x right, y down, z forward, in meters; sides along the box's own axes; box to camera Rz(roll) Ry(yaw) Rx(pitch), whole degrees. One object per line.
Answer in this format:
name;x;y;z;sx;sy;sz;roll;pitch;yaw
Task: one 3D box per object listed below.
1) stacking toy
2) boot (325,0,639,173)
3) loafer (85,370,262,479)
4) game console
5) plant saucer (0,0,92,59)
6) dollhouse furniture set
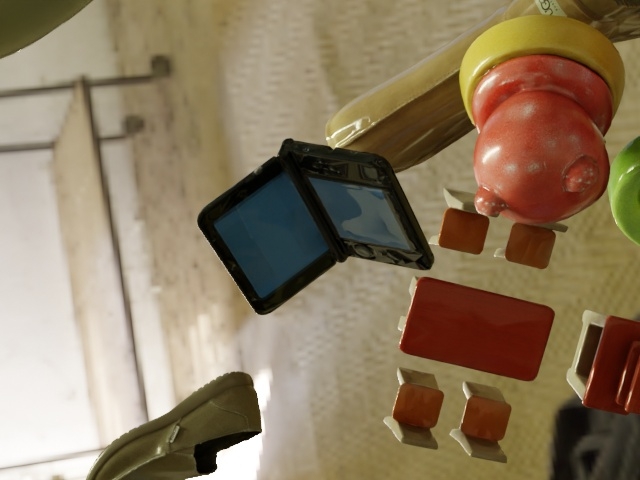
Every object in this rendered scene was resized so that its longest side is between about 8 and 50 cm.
stacking toy;0.277;-0.064;1.128;0.309;0.279;0.130;-26;38;34
boot;0.164;-0.151;1.290;0.269;0.236;0.089;-34;72;39
loafer;-0.103;0.150;1.142;0.050;0.148;0.056;57;-171;24
game console;0.000;0.000;1.007;0.071;0.107;0.122;-65;-30;-24
plant saucer;-0.109;-0.170;0.559;0.100;0.400;0.400;39;147;9
dollhouse furniture set;0.212;0.103;1.656;0.135;0.259;0.262;-129;53;-77
